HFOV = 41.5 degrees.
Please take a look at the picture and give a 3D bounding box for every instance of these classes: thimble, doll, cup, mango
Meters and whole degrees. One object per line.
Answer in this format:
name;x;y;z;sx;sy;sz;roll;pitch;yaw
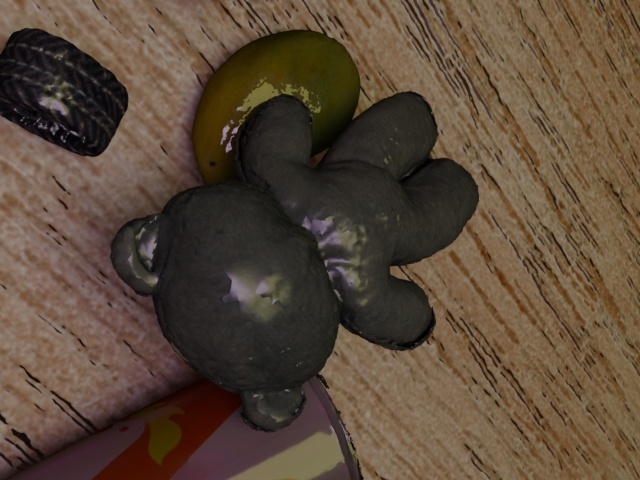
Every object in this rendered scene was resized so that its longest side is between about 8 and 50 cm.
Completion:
thimble;-0.206;-0.116;0.668;0.104;0.095;0.066;28;76;-20
doll;-0.006;0.003;0.721;0.245;0.158;0.340;55;49;-8
cup;-0.132;0.221;0.713;0.289;0.203;0.202;-20;106;-26
mango;-0.042;-0.127;0.791;0.191;0.086;0.122;-35;117;-29
